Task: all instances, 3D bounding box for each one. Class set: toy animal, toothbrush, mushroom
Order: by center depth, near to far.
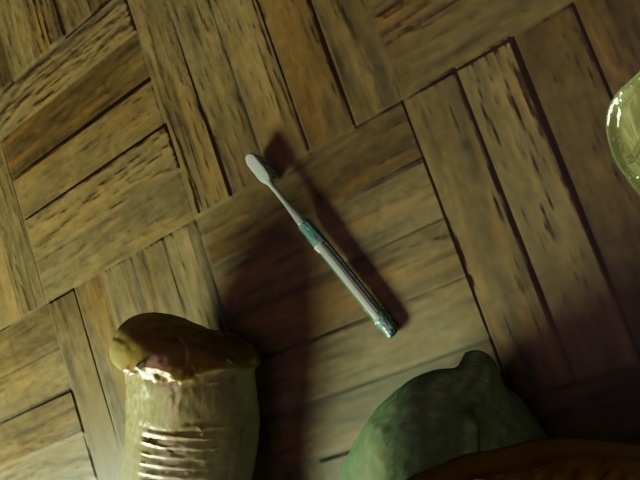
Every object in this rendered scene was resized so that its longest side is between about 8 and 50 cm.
[{"bbox_3d":[0.036,0.181,0.548,0.125,0.127,0.251,44,128,-2],"label":"toy animal"},{"bbox_3d":[0.000,0.000,0.615,0.167,0.014,0.011,51,118,21],"label":"toothbrush"},{"bbox_3d":[-0.094,0.226,0.652,0.123,0.095,0.351,-3,93,20],"label":"mushroom"}]

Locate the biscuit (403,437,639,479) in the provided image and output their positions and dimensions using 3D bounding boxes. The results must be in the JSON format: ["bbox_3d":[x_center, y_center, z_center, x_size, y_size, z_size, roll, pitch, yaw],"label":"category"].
[{"bbox_3d":[0.100,0.194,0.442,0.262,0.262,0.037,-58,20,24],"label":"biscuit"}]

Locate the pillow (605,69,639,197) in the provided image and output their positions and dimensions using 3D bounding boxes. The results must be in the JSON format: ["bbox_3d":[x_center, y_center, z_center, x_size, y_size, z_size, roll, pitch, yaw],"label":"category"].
[{"bbox_3d":[0.204,0.005,0.417,0.130,0.033,0.217,118,132,-66],"label":"pillow"}]
